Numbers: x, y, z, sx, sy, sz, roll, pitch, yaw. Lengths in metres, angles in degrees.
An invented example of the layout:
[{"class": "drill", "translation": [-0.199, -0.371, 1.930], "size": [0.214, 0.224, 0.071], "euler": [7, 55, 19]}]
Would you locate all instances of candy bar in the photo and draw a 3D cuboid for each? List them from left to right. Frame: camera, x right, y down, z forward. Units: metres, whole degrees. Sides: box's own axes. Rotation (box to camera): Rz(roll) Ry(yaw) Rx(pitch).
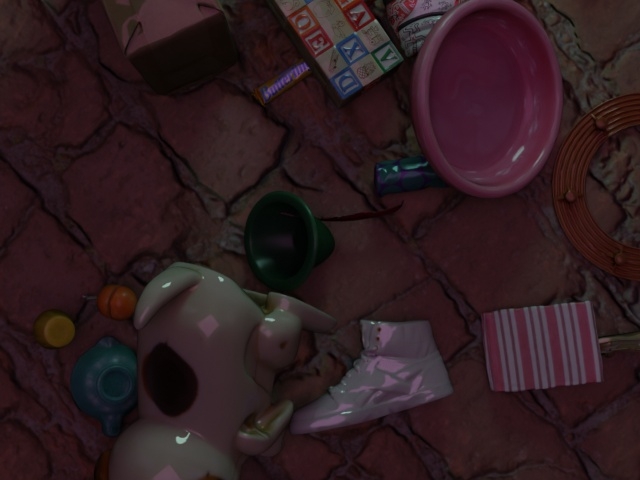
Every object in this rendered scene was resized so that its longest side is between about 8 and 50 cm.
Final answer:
[{"class": "candy bar", "translation": [-0.047, -0.292, 1.924], "size": [0.161, 0.018, 0.040], "euler": [-34, 89, -1]}]

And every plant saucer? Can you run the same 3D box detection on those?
[{"class": "plant saucer", "translation": [0.268, -0.237, 1.826], "size": [0.332, 0.084, 0.332], "euler": [-4, 98, -35]}]

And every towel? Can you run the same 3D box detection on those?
[{"class": "towel", "translation": [0.383, 0.184, 1.888], "size": [0.197, 0.029, 0.144], "euler": [-8, 87, 16]}]

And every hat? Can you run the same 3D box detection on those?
[{"class": "hat", "translation": [0.000, 0.000, 1.915], "size": [0.208, 0.183, 0.173], "euler": [13, 101, 43]}]

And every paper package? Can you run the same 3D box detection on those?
[{"class": "paper package", "translation": [-0.273, -0.424, 1.776], "size": [0.168, 0.325, 0.309], "euler": [-24, 88, -1]}]

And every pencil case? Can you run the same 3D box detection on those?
[{"class": "pencil case", "translation": [0.168, -0.113, 1.897], "size": [0.151, 0.070, 0.064], "euler": [-7, 56, 1]}]

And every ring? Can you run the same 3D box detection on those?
[{"class": "ring", "translation": [0.576, -0.095, 1.913], "size": [0.336, 0.032, 0.336], "euler": [0, 90, 1]}]

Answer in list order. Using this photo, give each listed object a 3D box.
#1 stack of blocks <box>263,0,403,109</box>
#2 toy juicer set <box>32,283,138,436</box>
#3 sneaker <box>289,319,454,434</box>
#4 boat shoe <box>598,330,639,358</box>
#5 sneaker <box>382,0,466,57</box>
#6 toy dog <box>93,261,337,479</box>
[{"class": "stack of blocks", "translation": [0.021, -0.399, 1.881], "size": [0.171, 0.087, 0.297], "euler": [-34, 88, -6]}, {"class": "toy juicer set", "translation": [-0.333, 0.226, 1.895], "size": [0.209, 0.089, 0.329], "euler": [-33, 102, -21]}, {"class": "sneaker", "translation": [0.068, 0.225, 1.879], "size": [0.292, 0.108, 0.169], "euler": [-16, 87, -10]}, {"class": "boat shoe", "translation": [0.519, 0.187, 1.898], "size": [0.153, 0.056, 0.048], "euler": [-8, 84, -7]}, {"class": "sneaker", "translation": [0.251, -0.409, 1.892], "size": [0.270, 0.090, 0.145], "euler": [-19, 91, 3]}, {"class": "toy dog", "translation": [-0.184, 0.261, 1.711], "size": [0.284, 0.395, 0.408], "euler": [14, 82, 17]}]
